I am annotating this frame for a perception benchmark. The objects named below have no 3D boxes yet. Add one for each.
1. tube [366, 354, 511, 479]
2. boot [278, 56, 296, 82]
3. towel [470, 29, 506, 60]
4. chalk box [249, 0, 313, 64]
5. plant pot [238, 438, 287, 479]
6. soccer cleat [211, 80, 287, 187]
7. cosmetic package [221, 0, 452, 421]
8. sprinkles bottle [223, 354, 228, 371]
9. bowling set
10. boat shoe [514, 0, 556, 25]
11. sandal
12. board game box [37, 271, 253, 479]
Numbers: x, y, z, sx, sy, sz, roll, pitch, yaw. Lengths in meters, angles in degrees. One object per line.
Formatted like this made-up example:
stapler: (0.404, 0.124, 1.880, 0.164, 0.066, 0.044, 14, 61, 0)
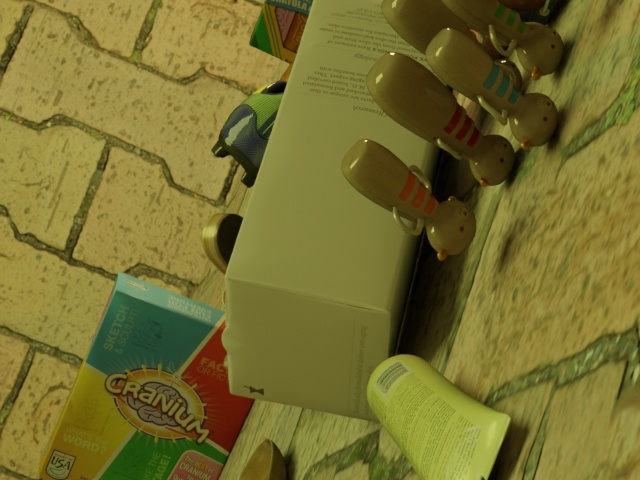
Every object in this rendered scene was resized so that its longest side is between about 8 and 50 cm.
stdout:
tube: (0.089, 0.142, 1.247, 0.240, 0.062, 0.070, -140, 28, -76)
boot: (0.021, -0.233, 1.926, 0.211, 0.104, 0.295, -41, -21, 23)
towel: (0.221, -0.334, 1.648, 0.237, 0.037, 0.329, -79, 14, -49)
chalk box: (0.044, -0.371, 2.236, 0.289, 0.179, 0.180, 115, 180, -48)
plant pot: (-0.087, 0.340, 1.909, 0.236, 0.032, 0.236, -159, 90, -81)
soccer cleat: (-0.050, -0.127, 1.874, 0.121, 0.093, 0.289, -45, 5, 7)
cosmetic package: (0.024, -0.039, 1.598, 0.197, 0.155, 0.365, 92, -170, -55)
sprinkles bottle: (0.000, 0.000, 1.901, 0.121, 0.121, 0.355, 134, 156, -69)
bowling set: (0.146, -0.131, 1.380, 0.200, 0.154, 0.287, -35, 28, 41)
boat shoe: (0.214, -0.296, 1.451, 0.095, 0.079, 0.254, -88, 19, -59)
sandal: (-0.085, 0.050, 1.958, 0.079, 0.240, 0.088, 3, 54, 37)
board game box: (-0.229, 0.229, 2.366, 0.064, 0.242, 0.316, -94, 26, -68)
